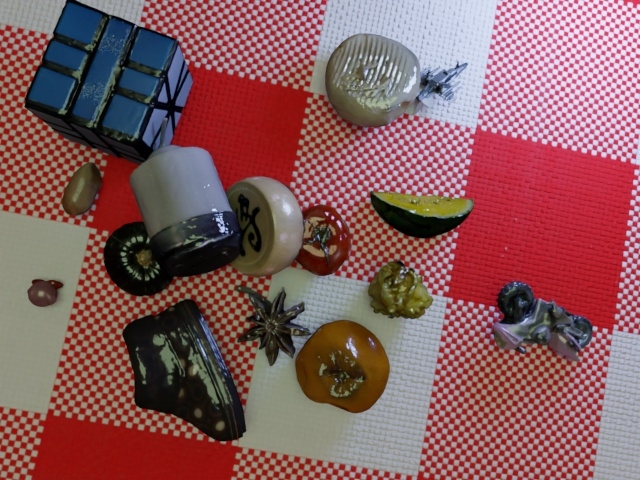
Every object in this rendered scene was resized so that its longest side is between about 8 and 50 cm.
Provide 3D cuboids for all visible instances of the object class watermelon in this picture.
[{"bbox_3d":[0.290,-0.081,1.533,0.301,0.123,0.129,3,63,-7],"label":"watermelon"}]

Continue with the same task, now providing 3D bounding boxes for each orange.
[{"bbox_3d":[0.061,0.325,1.428,0.249,0.183,0.248,0,87,-5],"label":"orange"}]

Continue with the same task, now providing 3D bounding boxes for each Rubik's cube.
[{"bbox_3d":[-0.509,-0.371,1.381,0.284,0.293,0.288,19,85,-1],"label":"Rubik's cube"}]

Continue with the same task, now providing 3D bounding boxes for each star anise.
[{"bbox_3d":[-0.130,0.212,1.465,0.209,0.089,0.231,-18,81,8],"label":"star anise"}]

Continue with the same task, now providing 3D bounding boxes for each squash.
[{"bbox_3d":[-0.460,0.048,1.418,0.193,0.156,0.193,-6,113,-15],"label":"squash"}]

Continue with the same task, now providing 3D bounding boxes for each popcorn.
[{"bbox_3d":[0.213,0.142,1.451,0.168,0.195,0.173,33,78,6],"label":"popcorn"}]

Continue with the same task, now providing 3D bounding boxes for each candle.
[{"bbox_3d":[-0.334,-0.096,1.343,0.221,0.221,0.342,-21,78,-7],"label":"candle"}]

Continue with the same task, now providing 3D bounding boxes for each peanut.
[{"bbox_3d":[-0.628,-0.136,1.454,0.076,0.076,0.152,21,80,-3],"label":"peanut"}]

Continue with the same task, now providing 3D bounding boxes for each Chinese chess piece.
[{"bbox_3d":[-0.157,-0.035,1.408,0.104,0.257,0.257,-8,85,-46],"label":"Chinese chess piece"}]

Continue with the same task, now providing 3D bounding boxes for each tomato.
[{"bbox_3d":[0.000,0.000,1.465,0.187,0.151,0.187,0,77,1],"label":"tomato"}]

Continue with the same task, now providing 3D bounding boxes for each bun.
[{"bbox_3d":[0.138,-0.431,1.512,0.273,0.168,0.272,0,74,1],"label":"bun"}]

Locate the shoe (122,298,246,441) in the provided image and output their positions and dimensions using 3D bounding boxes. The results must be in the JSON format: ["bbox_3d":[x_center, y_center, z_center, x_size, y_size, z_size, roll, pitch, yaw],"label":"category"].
[{"bbox_3d":[-0.351,0.357,1.389,0.237,0.171,0.383,-25,87,-14],"label":"shoe"}]

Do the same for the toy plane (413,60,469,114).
[{"bbox_3d":[0.345,-0.458,1.576,0.234,0.082,0.160,-44,64,-7],"label":"toy plane"}]

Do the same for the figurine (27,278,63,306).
[{"bbox_3d":[-0.722,0.137,1.426,0.083,0.067,0.071,0,64,10],"label":"figurine"}]

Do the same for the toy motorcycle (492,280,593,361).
[{"bbox_3d":[0.600,0.246,1.518,0.327,0.143,0.188,28,92,-18],"label":"toy motorcycle"}]
